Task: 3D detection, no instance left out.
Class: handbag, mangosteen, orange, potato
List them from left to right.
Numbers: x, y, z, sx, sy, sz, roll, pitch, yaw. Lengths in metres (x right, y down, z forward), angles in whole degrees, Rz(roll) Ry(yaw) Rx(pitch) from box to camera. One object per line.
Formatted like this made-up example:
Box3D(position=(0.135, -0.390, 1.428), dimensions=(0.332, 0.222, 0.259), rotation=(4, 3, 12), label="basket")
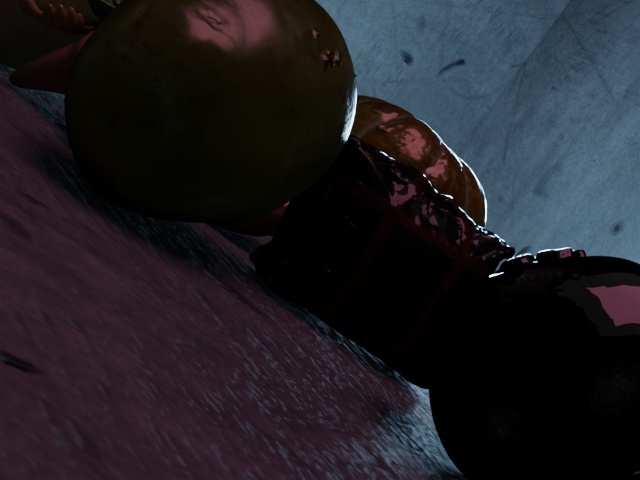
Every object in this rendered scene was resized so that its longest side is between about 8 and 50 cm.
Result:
Box3D(position=(-0.087, -0.119, 1.001), dimensions=(0.216, 0.215, 0.304), rotation=(38, 31, 19), label="potato")
Box3D(position=(0.059, 0.014, 1.146), dimensions=(0.215, 0.169, 0.155), rotation=(34, 4, -21), label="handbag")
Box3D(position=(0.100, -0.066, 1.885), dimensions=(0.329, 0.249, 0.329), rotation=(47, 2, -2), label="orange")
Box3D(position=(0.192, 0.121, 0.901), dimensions=(0.243, 0.243, 0.243), rotation=(36, 4, -3), label="mangosteen")

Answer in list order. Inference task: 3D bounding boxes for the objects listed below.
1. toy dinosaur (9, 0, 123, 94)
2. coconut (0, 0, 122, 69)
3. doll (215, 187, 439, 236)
Box3D(position=(-0.215, -0.137, 1.171), dimensions=(0.194, 0.152, 0.177), rotation=(29, 41, 15), label="toy dinosaur")
Box3D(position=(-0.291, -0.294, 1.307), dimensions=(0.259, 0.259, 0.259), rotation=(36, 4, -3), label="coconut")
Box3D(position=(0.000, 0.000, 1.322), dimensions=(0.303, 0.156, 0.201), rotation=(6, 21, -13), label="doll")
